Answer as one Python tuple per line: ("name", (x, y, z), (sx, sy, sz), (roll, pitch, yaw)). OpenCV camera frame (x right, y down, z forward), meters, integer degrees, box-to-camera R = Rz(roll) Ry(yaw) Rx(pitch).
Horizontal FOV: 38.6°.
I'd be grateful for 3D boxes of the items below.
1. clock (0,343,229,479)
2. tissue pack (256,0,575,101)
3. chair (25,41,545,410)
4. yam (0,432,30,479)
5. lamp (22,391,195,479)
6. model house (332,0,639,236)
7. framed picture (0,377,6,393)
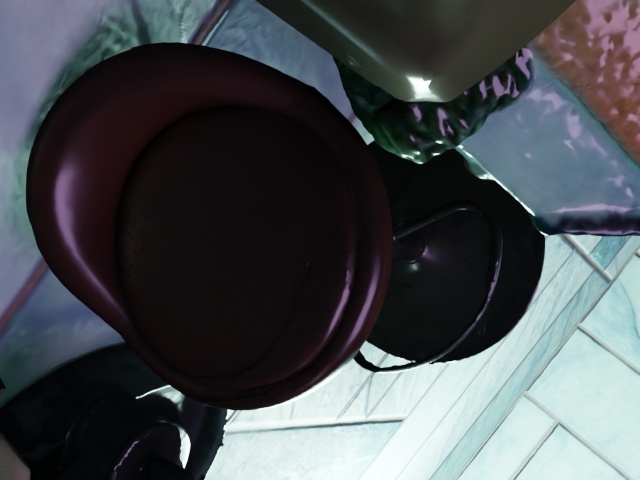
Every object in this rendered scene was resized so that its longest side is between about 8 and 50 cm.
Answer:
("clock", (-0.219, 0.230, 0.816), (0.319, 0.066, 0.318), (-39, 152, -25))
("tissue pack", (0.012, -0.242, 0.296), (0.277, 0.267, 0.387), (-49, 154, 5))
("chair", (0.000, 0.000, 0.676), (0.226, 0.226, 0.401), (-58, 154, 16))
("yam", (-0.313, 0.213, 0.557), (0.300, 0.066, 0.066), (-32, 154, -5))
("lamp", (-0.178, 0.313, 0.674), (0.272, 0.205, 0.374), (-39, 137, -33))
("model house", (0.181, -0.103, 0.579), (0.253, 0.184, 0.291), (-36, 122, 18))
("framed picture", (-0.322, 0.161, 0.512), (0.265, 0.018, 0.192), (-23, 168, -45))
